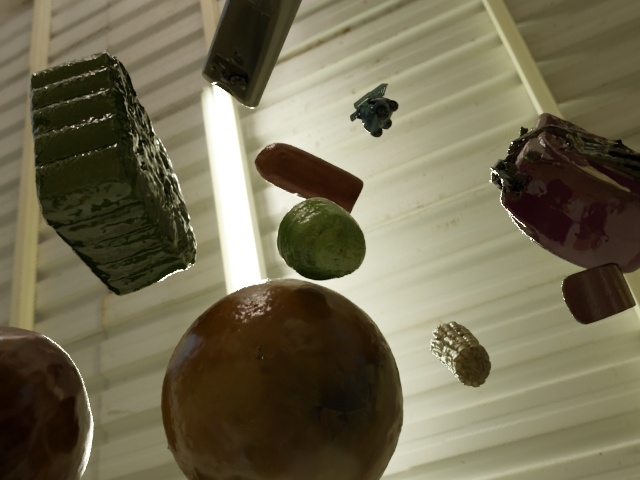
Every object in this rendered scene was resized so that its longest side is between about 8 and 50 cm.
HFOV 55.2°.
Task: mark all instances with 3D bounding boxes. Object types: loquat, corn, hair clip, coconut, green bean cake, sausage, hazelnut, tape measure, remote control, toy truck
[{"bbox_3d":[-0.038,0.172,0.667,0.263,0.263,0.263,-10,-119,19],"label":"loquat"},{"bbox_3d":[0.256,0.201,1.108,0.087,0.211,0.087,0,-88,-3],"label":"corn"},{"bbox_3d":[0.307,0.054,0.662,0.022,0.137,0.054,-31,-108,48],"label":"hair clip"},{"bbox_3d":[0.000,0.000,0.619,0.088,0.088,0.096,-43,-155,-2],"label":"coconut"},{"bbox_3d":[-0.244,-0.072,0.738,0.125,0.248,0.222,-18,-124,-6],"label":"green bean cake"},{"bbox_3d":[-0.029,-0.148,1.439,0.259,0.113,0.113,24,-107,-6],"label":"sausage"},{"bbox_3d":[-0.529,0.300,0.928,0.366,0.366,0.365,-10,-119,19],"label":"hazelnut"},{"bbox_3d":[0.358,-0.073,0.834,0.245,0.231,0.149,27,-59,12],"label":"tape measure"},{"bbox_3d":[-0.090,-0.346,0.880,0.109,0.055,0.313,34,-58,9],"label":"remote control"},{"bbox_3d":[0.119,-0.262,1.207,0.074,0.063,0.136,34,-134,15],"label":"toy truck"}]

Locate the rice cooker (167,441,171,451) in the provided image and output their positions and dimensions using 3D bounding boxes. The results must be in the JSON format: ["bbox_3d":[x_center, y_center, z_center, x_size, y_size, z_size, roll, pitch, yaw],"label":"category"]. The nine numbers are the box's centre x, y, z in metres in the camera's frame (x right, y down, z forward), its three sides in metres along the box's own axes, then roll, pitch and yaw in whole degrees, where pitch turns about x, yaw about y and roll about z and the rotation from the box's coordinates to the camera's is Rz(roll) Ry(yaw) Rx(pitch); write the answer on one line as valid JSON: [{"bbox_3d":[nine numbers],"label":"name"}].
[{"bbox_3d":[-0.138,0.288,1.060,0.244,0.226,0.226,4,-117,-3],"label":"rice cooker"}]
